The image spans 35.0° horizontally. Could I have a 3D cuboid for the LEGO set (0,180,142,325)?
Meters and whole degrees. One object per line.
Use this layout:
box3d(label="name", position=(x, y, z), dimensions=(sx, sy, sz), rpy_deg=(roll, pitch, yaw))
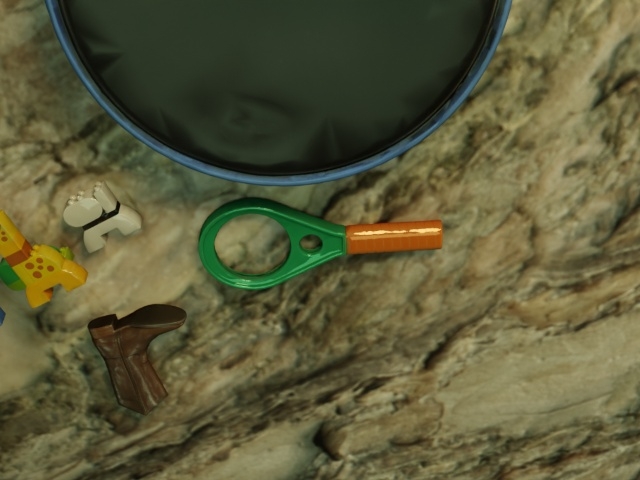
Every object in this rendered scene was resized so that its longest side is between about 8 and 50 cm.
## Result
box3d(label="LEGO set", position=(-0.285, 0.013, 0.914), dimensions=(0.227, 0.087, 0.093), rpy_deg=(-26, 119, 10))

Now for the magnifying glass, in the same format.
box3d(label="magnifying glass", position=(0.000, 0.000, 0.963), dimensions=(0.231, 0.026, 0.092), rpy_deg=(-2, 120, 0))

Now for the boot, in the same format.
box3d(label="boot", position=(-0.168, 0.122, 1.013), dimensions=(0.106, 0.037, 0.114), rpy_deg=(-7, 118, 16))

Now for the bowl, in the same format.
box3d(label="bowl", position=(-0.032, -0.219, 0.801), dimensions=(0.391, 0.077, 0.391), rpy_deg=(-2, 120, -3))
